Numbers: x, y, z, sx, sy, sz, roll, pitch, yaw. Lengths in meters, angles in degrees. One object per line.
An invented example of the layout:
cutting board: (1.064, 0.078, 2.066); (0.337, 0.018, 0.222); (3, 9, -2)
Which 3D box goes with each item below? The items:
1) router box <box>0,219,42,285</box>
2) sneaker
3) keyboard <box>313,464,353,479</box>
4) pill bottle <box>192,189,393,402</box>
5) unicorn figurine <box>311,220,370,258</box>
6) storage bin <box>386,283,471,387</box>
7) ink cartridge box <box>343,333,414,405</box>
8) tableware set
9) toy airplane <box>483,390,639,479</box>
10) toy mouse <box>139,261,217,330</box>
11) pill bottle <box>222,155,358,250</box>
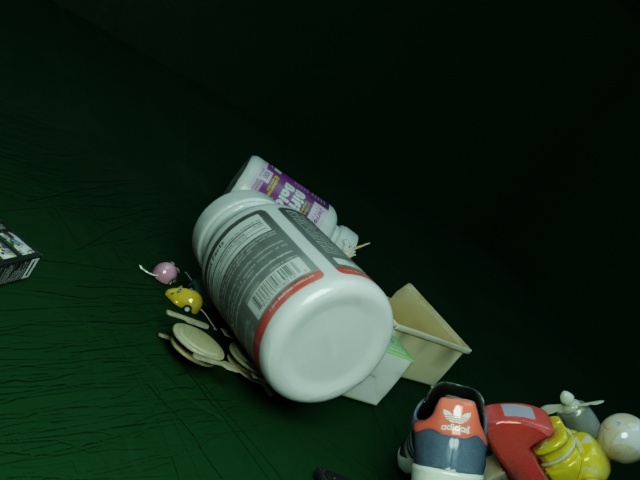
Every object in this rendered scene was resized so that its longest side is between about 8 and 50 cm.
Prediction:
router box: (-0.465, -0.011, 1.013); (0.179, 0.046, 0.133); (38, 15, 8)
sneaker: (0.192, 0.290, 1.206); (0.131, 0.148, 0.350); (9, -9, 1)
keyboard: (0.041, 0.371, 1.044); (0.108, 0.023, 0.180); (33, 12, -38)
pill bottle: (-0.061, 0.068, 1.250); (0.210, 0.210, 0.363); (25, 12, -37)
unicorn figurine: (0.000, 0.000, 1.591); (0.162, 0.060, 0.111); (-4, 40, -47)
storage bin: (0.139, 0.169, 1.704); (0.262, 0.123, 0.260); (22, 21, -44)
ink cartridge box: (-0.008, 0.130, 1.488); (0.207, 0.119, 0.353); (25, 18, -39)
tableware set: (-0.146, 0.175, 1.187); (0.194, 0.039, 0.128); (27, 11, -39)
toy airplane: (0.487, 0.428, 1.398); (0.384, 0.272, 0.386); (19, 23, -49)
toy mouse: (-0.226, 0.070, 1.344); (0.161, 0.031, 0.143); (34, 15, -10)
pill bottle: (-0.071, -0.042, 1.782); (0.301, 0.169, 0.169); (33, 15, -12)
